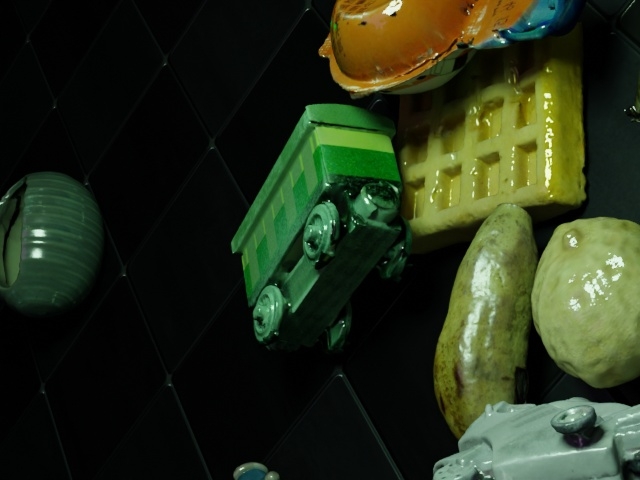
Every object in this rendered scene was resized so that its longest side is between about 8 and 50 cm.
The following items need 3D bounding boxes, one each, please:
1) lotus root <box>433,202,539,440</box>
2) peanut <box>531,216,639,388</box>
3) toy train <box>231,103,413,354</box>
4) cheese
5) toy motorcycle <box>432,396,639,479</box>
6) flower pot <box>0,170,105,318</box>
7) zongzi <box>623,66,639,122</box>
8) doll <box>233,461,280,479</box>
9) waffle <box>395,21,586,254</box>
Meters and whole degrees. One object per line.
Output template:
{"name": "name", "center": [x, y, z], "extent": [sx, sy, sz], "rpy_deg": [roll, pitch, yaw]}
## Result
{"name": "lotus root", "center": [0.168, 0.091, 1.281], "extent": [0.097, 0.110, 0.258], "rpy_deg": [8, 71, 9]}
{"name": "peanut", "center": [0.261, 0.051, 1.178], "extent": [0.140, 0.109, 0.159], "rpy_deg": [-29, 58, 4]}
{"name": "toy train", "center": [0.000, 0.000, 1.467], "extent": [0.301, 0.120, 0.202], "rpy_deg": [123, 145, -46]}
{"name": "cheese", "center": [0.130, -0.238, 1.373], "extent": [0.329, 0.129, 0.217], "rpy_deg": [-1, 51, 42]}
{"name": "toy motorcycle", "center": [0.221, 0.184, 1.142], "extent": [0.260, 0.171, 0.110], "rpy_deg": [-17, 101, 23]}
{"name": "flower pot", "center": [-0.429, 0.007, 2.005], "extent": [0.189, 0.157, 0.243], "rpy_deg": [-31, 52, 40]}
{"name": "zongzi", "center": [0.342, -0.263, 1.232], "extent": [0.242, 0.112, 0.221], "rpy_deg": [-48, 43, 26]}
{"name": "doll", "center": [-0.062, 0.318, 1.471], "extent": [0.152, 0.085, 0.114], "rpy_deg": [-131, 45, -59]}
{"name": "waffle", "center": [0.178, -0.112, 1.404], "extent": [0.248, 0.055, 0.221], "rpy_deg": [-18, 59, 45]}
